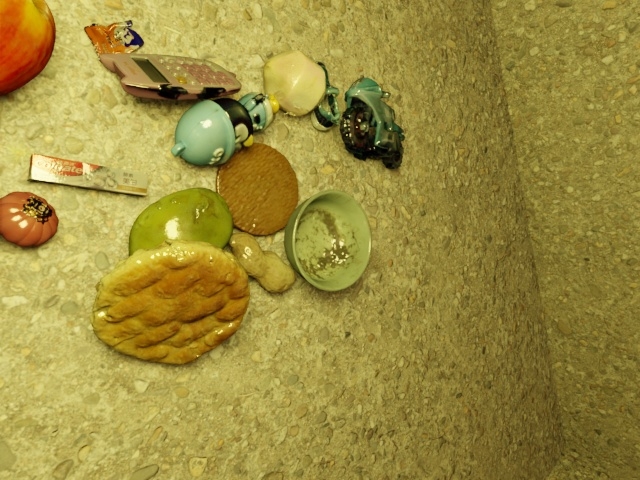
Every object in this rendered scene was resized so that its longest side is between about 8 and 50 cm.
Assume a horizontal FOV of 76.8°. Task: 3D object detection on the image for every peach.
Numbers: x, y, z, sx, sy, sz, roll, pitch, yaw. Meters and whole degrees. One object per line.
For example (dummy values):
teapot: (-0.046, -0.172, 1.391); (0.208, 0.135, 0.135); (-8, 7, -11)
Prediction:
peach: (-0.592, -0.351, 0.652); (0.238, 0.281, 0.280); (74, 32, -71)

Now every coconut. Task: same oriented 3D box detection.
coconut: (-0.082, -0.439, 1.126); (0.183, 0.171, 0.170); (11, 81, -41)

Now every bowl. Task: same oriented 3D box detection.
bowl: (0.000, 0.000, 1.183); (0.289, 0.146, 0.289); (1, 89, -38)

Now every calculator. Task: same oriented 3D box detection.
calculator: (-0.325, -0.375, 0.926); (0.294, 0.194, 0.043); (-17, 140, -38)

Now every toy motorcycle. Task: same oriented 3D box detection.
toy motorcycle: (0.186, -0.377, 1.323); (0.416, 0.172, 0.232); (6, 86, -55)

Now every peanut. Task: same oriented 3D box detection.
peanut: (-0.159, 0.062, 1.087); (0.228, 0.086, 0.104); (41, 38, -30)

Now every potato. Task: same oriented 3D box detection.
potato: (-0.311, -0.016, 0.918); (0.253, 0.149, 0.186); (-54, 137, -21)

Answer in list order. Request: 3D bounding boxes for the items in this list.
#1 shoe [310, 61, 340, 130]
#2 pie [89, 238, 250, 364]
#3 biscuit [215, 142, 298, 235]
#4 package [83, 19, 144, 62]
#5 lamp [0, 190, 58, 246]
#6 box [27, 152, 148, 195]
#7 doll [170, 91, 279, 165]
shoe: (0.016, -0.447, 1.241); (0.092, 0.106, 0.207); (-14, 94, -39)
pie: (-0.307, 0.136, 0.866); (0.340, 0.083, 0.339); (-14, 130, -17)
biscuit: (-0.171, -0.141, 1.116); (0.262, 0.037, 0.261); (3, 86, -40)
package: (-0.456, -0.449, 0.898); (0.111, 0.033, 0.077); (-34, 133, -21)
lamp: (-0.553, -0.040, 0.759); (0.107, 0.092, 0.107); (51, 24, -33)
box: (-0.483, -0.134, 0.855); (0.218, 0.040, 0.055); (7, 85, -39)
doll: (-0.231, -0.274, 0.985); (0.141, 0.177, 0.314); (50, 53, 1)
